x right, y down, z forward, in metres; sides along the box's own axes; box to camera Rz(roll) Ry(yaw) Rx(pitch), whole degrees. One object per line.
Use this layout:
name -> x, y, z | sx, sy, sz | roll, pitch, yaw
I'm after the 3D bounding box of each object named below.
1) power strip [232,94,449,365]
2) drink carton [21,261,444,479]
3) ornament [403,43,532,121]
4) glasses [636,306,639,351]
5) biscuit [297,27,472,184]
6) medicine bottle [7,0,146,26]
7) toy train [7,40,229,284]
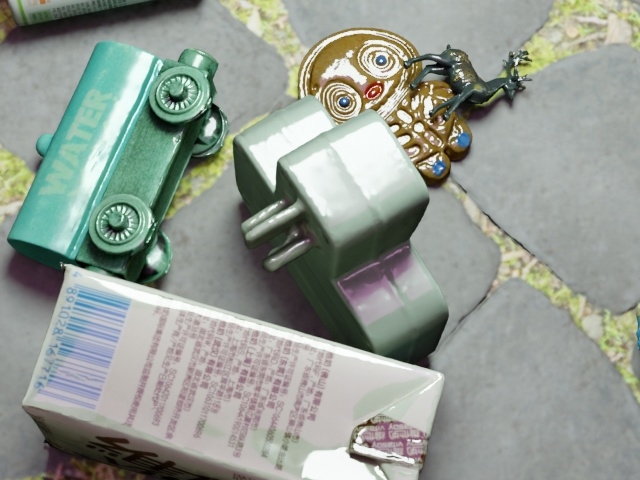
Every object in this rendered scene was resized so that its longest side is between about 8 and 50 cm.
power strip -> 0.000, 0.000, 1.457 | 0.141, 0.261, 0.229 | -30, 76, -11
drink carton -> -0.074, 0.141, 1.449 | 0.325, 0.194, 0.132 | 15, 75, 3
ornament -> 0.142, -0.155, 1.615 | 0.125, 0.028, 0.073 | -24, 71, -25
glasses -> 0.369, 0.145, 1.538 | 0.190, 0.088, 0.220 | 1, 93, -1
biscuit -> 0.060, -0.127, 1.619 | 0.175, 0.026, 0.124 | 37, 77, 10
medicine bottle -> -0.202, -0.257, 1.624 | 0.183, 0.086, 0.086 | -12, 74, -4
toy train -> -0.184, -0.068, 1.568 | 0.159, 0.101, 0.248 | 15, 72, 18
